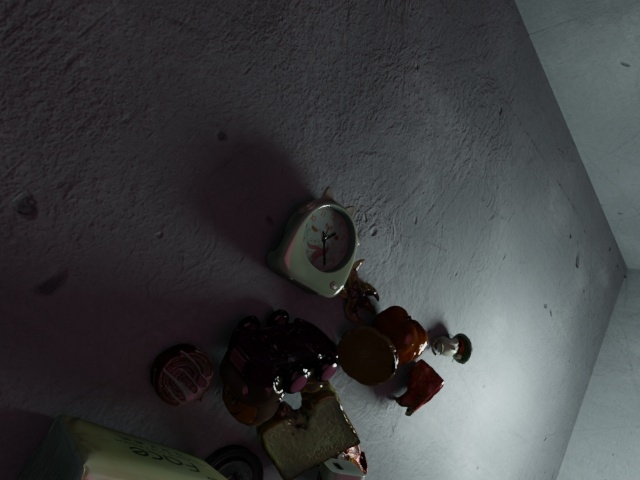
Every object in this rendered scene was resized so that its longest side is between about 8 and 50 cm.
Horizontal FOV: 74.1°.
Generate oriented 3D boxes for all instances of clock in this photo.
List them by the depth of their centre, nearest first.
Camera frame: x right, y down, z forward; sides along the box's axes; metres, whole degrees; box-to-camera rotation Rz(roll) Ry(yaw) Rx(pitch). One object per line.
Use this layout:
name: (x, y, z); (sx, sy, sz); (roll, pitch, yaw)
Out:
clock: (-0.269, 0.707, 1.229); (0.214, 0.041, 0.215); (-3, 95, -37)
clock: (0.000, 0.000, 1.352); (0.265, 0.108, 0.324); (35, 71, -31)

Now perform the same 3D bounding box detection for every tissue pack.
tissue pack: (-0.412, 0.568, 0.937); (0.404, 0.331, 0.205); (36, 67, -32)

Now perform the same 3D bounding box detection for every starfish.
starfish: (0.128, 0.178, 1.489); (0.238, 0.071, 0.216); (25, 72, -45)

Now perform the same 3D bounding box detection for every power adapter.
power adapter: (0.047, 0.805, 1.310); (0.125, 0.130, 0.205); (17, 78, -16)

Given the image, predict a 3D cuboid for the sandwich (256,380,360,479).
sandwich: (-0.044, 0.574, 1.285); (0.273, 0.095, 0.249); (-25, 115, -8)

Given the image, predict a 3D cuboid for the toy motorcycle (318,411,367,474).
toy motorcycle: (0.077, 0.747, 1.461); (0.171, 0.089, 0.298); (-30, 109, -33)

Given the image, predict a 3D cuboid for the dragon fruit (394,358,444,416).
dragon fruit: (0.375, 0.573, 1.648); (0.211, 0.134, 0.262); (-45, 154, -11)

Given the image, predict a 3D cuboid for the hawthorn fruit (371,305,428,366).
hawthorn fruit: (0.258, 0.370, 1.526); (0.207, 0.207, 0.243); (22, 107, -35)

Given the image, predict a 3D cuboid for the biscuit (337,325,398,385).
biscuit: (0.158, 0.393, 1.446); (0.042, 0.225, 0.226); (-40, 119, -63)

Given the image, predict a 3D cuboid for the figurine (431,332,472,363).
figurine: (0.544, 0.455, 1.788); (0.153, 0.132, 0.133); (9, 87, -24)

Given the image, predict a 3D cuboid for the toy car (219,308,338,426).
toy car: (-0.125, 0.370, 1.210); (0.340, 0.271, 0.241); (1, 116, -44)

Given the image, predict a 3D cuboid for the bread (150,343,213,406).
bread: (-0.362, 0.355, 1.121); (0.160, 0.073, 0.161); (-2, 93, -37)
